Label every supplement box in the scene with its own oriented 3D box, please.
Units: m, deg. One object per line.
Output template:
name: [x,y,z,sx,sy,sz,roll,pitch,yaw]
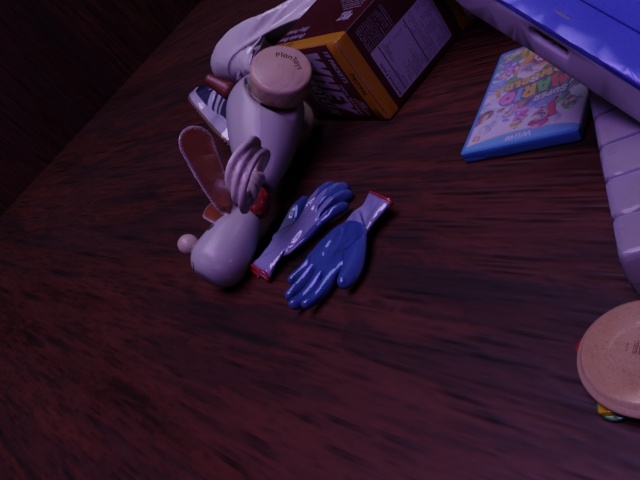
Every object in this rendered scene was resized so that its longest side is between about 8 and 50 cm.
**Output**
supplement box: [0.062,-0.286,0.815,0.194,0.129,0.191,-51,32,-13]

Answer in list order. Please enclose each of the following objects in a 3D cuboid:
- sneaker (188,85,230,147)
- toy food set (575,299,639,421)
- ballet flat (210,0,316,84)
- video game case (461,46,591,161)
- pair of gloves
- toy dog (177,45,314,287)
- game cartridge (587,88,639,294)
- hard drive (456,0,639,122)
sneaker: [-0.139,-0.256,1.034,0.153,0.099,0.282,-46,38,4]
toy food set: [0.194,0.069,0.341,0.083,0.020,0.083,-16,41,37]
ballet flat: [-0.071,-0.367,1.085,0.400,0.139,0.139,-18,39,34]
video game case: [0.220,-0.152,0.584,0.119,0.015,0.166,-6,48,45]
pair of gloves: [0.000,0.000,0.645,0.159,0.023,0.198,-50,31,-7]
toy dog: [-0.120,-0.119,0.760,0.161,0.220,0.333,17,46,7]
game cartridge: [0.353,-0.097,0.329,0.355,0.068,0.230,-19,43,34]
hard drive: [0.282,-0.246,0.409,0.319,0.040,0.210,-42,61,1]
